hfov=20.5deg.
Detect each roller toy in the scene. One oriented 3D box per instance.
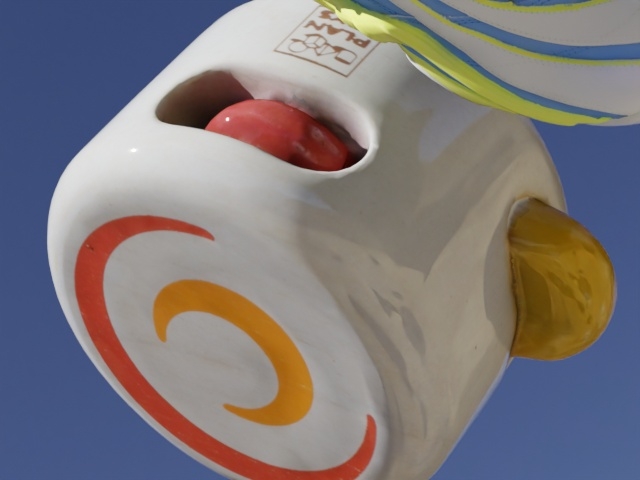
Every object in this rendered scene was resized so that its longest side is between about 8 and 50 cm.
[{"bbox_3d":[0.000,0.000,0.736,0.209,0.191,0.146,-26,19,51],"label":"roller toy"}]

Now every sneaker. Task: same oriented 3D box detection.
[{"bbox_3d":[0.021,-0.114,0.604,0.091,0.240,0.126,-64,-21,5],"label":"sneaker"}]
